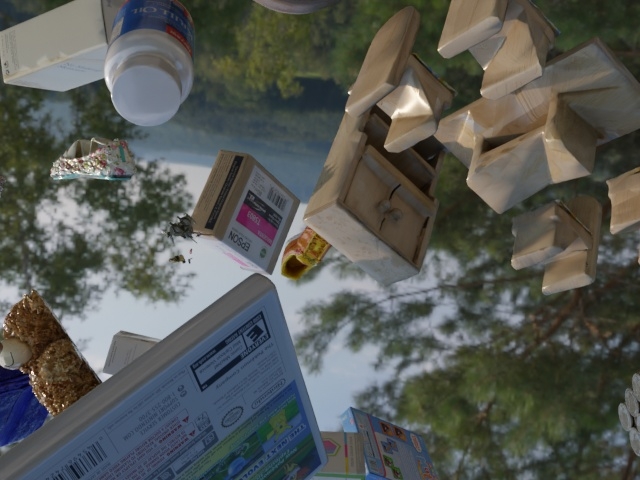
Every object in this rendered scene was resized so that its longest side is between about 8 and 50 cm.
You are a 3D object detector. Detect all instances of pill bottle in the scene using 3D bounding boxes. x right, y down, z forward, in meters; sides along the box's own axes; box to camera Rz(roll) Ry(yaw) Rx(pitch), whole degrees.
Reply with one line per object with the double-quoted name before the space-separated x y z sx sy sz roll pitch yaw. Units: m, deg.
"pill bottle" -0.241 -0.257 1.106 0.124 0.124 0.221 6 -142 -14

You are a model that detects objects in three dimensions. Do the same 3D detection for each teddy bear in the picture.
"teddy bear" -0.409 0.245 1.248 0.113 0.338 0.245 -35 -171 -18

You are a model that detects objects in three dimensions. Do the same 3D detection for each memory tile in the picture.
"memory tile" 0.406 0.244 0.947 0.012 0.113 0.148 -8 -132 -2

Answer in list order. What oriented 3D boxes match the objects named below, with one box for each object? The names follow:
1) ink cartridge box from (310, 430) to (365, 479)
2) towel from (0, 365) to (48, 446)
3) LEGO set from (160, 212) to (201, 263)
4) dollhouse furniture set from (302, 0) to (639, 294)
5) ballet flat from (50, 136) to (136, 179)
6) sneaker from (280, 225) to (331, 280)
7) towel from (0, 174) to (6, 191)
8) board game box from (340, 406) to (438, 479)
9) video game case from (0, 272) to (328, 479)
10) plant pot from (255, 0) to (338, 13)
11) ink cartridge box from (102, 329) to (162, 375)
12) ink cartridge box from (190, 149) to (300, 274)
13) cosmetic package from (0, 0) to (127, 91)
"ink cartridge box" -0.033 0.368 1.277 0.209 0.062 0.109 3 -159 -1
"towel" -0.686 0.365 1.666 0.076 0.228 0.308 27 -170 18
"LEGO set" -0.189 -0.007 1.067 0.054 0.083 0.023 -11 149 -18
"dollhouse furniture set" 0.193 -0.134 0.940 0.362 0.256 0.394 38 141 -24
"ballet flat" -0.412 -0.148 1.409 0.241 0.077 0.091 3 -171 41
"sneaker" 0.000 0.000 1.114 0.064 0.175 0.067 22 -135 -16
"towel" -0.525 -0.035 0.868 0.317 0.053 0.332 -25 -158 -21
"board game box" 0.144 0.431 1.542 0.211 0.039 0.160 28 -153 -30
"video game case" -0.144 0.230 0.752 0.329 0.300 0.036 -37 -135 -25
"plant pot" -0.035 -0.525 1.233 0.263 0.263 0.229 7 176 -7
"ink cartridge box" -0.369 0.275 1.769 0.218 0.092 0.158 16 176 -8
"ink cartridge box" -0.159 -0.056 1.673 0.088 0.193 0.234 11 164 32
"cosmetic package" -0.488 -0.397 1.576 0.309 0.113 0.160 -7 179 33
